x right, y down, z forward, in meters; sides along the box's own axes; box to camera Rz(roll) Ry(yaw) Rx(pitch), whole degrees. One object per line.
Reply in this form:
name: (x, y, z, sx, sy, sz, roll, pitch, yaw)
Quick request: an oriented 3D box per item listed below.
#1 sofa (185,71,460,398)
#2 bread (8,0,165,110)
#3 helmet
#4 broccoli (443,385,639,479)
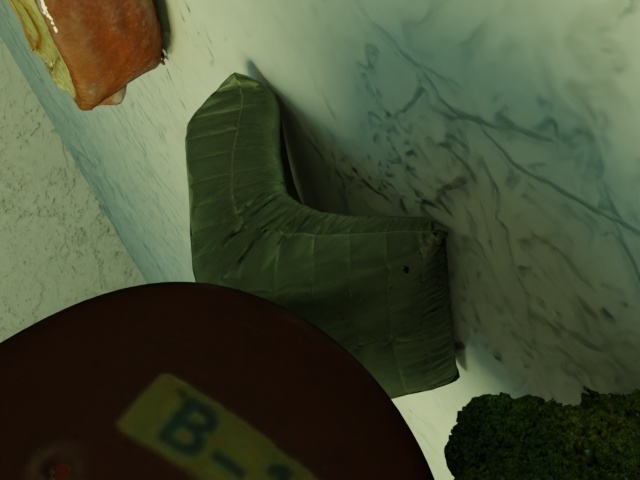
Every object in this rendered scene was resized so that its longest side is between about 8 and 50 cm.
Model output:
sofa: (0.000, 0.000, 0.628, 0.210, 0.175, 0.225, 73, -176, -48)
bread: (-0.233, -0.237, 0.732, 0.190, 0.123, 0.244, 41, 161, 35)
helmet: (-0.051, 0.163, 0.445, 0.385, 0.230, 0.337, 38, 149, 3)
broccoli: (0.146, 0.141, 0.397, 0.162, 0.138, 0.146, 3, 117, 28)
